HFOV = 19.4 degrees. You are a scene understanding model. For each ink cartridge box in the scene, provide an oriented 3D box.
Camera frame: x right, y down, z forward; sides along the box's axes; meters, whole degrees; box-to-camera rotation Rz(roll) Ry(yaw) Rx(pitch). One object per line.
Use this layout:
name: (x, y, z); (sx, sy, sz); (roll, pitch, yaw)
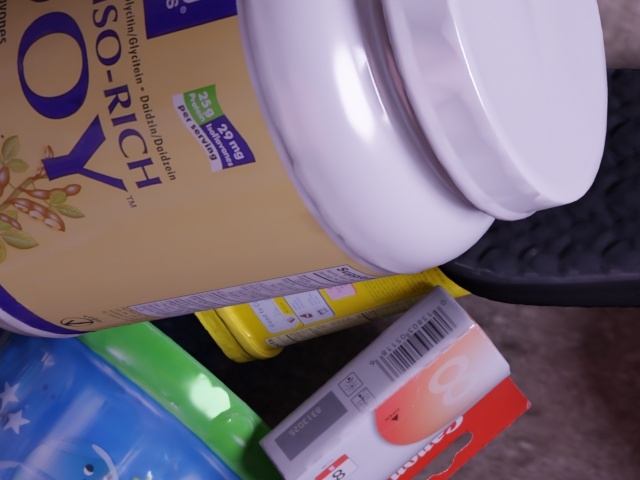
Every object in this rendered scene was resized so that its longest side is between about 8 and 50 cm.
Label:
ink cartridge box: (0.059, 0.123, 1.147); (0.145, 0.045, 0.179); (-41, 140, 0)

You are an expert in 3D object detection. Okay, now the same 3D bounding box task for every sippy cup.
sippy cup: (-0.165, 0.164, 1.178); (0.305, 0.224, 0.240); (31, 164, 35)

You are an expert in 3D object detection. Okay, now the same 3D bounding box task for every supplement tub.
supplement tub: (-0.042, -0.087, 0.977); (0.331, 0.241, 0.241); (-12, 122, 28)

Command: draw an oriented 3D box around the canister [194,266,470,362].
canister: (0.000, 0.000, 1.144); (0.170, 0.073, 0.126); (-17, 121, 29)

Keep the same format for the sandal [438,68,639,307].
sandal: (0.267, -0.015, 0.994); (0.445, 0.167, 0.107); (9, 164, 28)
